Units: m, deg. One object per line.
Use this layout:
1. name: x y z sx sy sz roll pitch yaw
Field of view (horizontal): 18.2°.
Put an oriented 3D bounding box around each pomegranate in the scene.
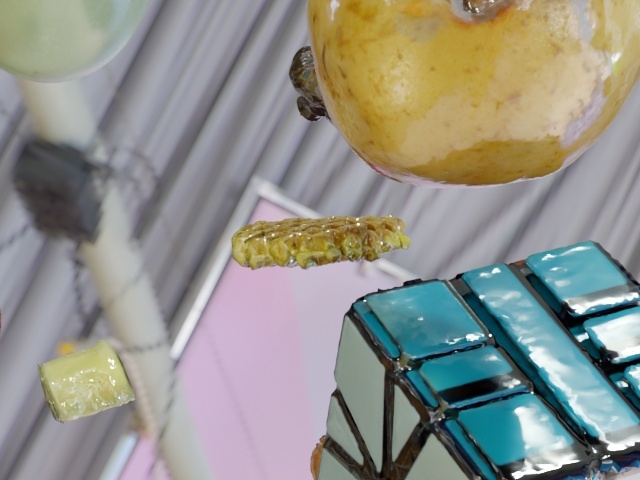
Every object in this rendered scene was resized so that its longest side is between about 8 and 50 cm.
1. pomegranate: 0.134 -0.176 1.654 0.307 0.307 0.307 25 -11 5

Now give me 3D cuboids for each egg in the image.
1. egg: -0.265 -0.272 1.970 0.203 0.203 0.283 26 -30 3

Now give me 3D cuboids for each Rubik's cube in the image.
1. Rubik's cube: 0.185 0.206 1.835 0.288 0.283 0.293 52 -33 43

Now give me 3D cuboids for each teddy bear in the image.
1. teddy bear: 0.037 -0.129 1.922 0.160 0.078 0.119 22 -25 -30

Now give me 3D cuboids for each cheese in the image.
1. cheese: -0.171 0.095 1.420 0.084 0.060 0.041 -145 -144 -72

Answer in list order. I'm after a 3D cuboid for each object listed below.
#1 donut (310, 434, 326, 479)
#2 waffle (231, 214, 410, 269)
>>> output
1. donut: 0.075 0.260 2.067 0.141 0.085 0.217 -1 -57 49
2. waffle: -0.003 0.000 2.032 0.191 0.038 0.191 -5 8 1
